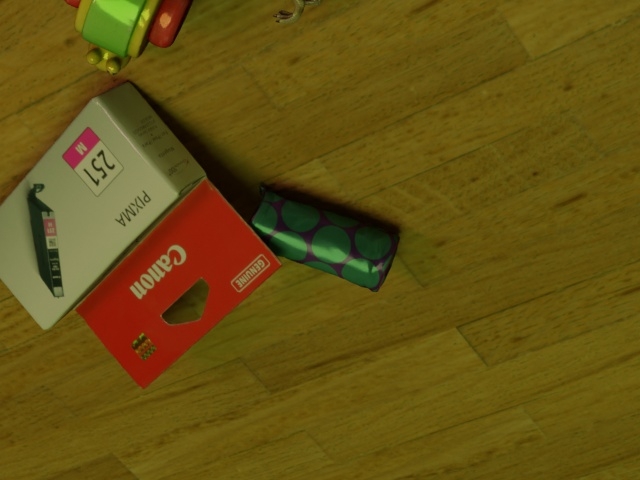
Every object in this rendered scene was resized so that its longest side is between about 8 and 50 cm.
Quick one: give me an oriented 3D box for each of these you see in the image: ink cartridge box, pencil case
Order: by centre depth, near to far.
[{"bbox_3d":[0.000,0.000,1.684,0.151,0.065,0.070,19,171,-2],"label":"pencil case"},{"bbox_3d":[-0.203,0.012,1.708,0.239,0.060,0.275,50,129,2],"label":"ink cartridge box"}]

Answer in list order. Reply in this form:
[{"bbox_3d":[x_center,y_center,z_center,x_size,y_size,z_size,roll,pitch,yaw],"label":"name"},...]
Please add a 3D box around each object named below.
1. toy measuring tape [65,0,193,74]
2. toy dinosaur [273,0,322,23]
[{"bbox_3d":[-0.149,-0.262,1.463,0.121,0.121,0.330,24,133,-5],"label":"toy measuring tape"},{"bbox_3d":[-0.018,-0.241,1.484,0.183,0.053,0.093,11,131,7],"label":"toy dinosaur"}]
